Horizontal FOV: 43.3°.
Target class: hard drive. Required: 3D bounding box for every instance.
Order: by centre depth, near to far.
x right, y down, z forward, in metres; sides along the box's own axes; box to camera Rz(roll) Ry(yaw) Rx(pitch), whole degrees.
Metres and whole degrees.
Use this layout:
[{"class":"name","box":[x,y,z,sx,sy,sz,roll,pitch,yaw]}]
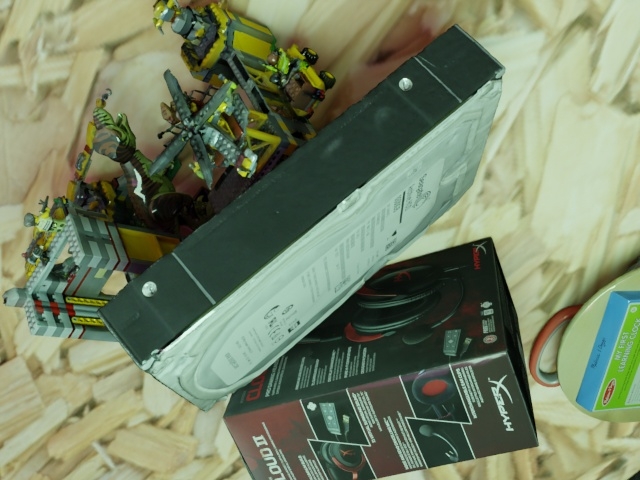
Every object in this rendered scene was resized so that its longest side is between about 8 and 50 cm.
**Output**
[{"class":"hard drive","box":[0.000,0.000,0.669,0.339,0.237,0.064,-40,74,-11]}]

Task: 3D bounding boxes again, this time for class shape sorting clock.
[{"class":"shape sorting clock","box":[0.341,0.106,0.829,0.206,0.040,0.206,-7,122,-11]}]

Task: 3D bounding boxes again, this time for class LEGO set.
[{"class":"LEGO set","box":[-0.161,-0.063,0.702,0.192,0.254,0.331,12,134,-43]}]

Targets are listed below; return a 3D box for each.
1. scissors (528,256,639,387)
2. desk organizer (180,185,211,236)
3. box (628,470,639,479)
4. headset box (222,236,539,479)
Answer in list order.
[{"class":"scissors","box":[0.312,0.043,0.830,0.109,0.021,0.297,17,119,-1]},{"class":"desk organizer","box":[-0.093,0.004,0.858,0.130,0.047,0.050,36,114,-10]},{"class":"box","box":[0.479,0.281,0.858,0.165,0.143,0.270,34,117,-9]},{"class":"headset box","box":[0.049,0.125,0.801,0.293,0.218,0.110,-16,113,16]}]
